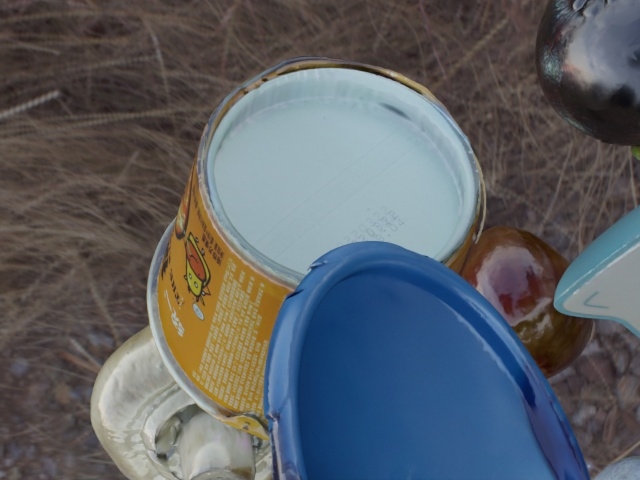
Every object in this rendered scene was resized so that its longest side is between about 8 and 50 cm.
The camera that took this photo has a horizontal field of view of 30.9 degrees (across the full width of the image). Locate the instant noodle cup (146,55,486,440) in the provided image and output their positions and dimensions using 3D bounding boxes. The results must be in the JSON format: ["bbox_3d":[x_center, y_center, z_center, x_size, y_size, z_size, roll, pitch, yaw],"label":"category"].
[{"bbox_3d":[0.000,0.000,0.726,0.215,0.172,0.216,4,60,-7],"label":"instant noodle cup"}]

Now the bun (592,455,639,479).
[{"bbox_3d":[0.365,0.401,1.188,0.211,0.362,0.362,9,80,-12],"label":"bun"}]

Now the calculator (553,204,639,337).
[{"bbox_3d":[0.363,0.000,0.756,0.386,0.256,0.054,-29,40,42],"label":"calculator"}]

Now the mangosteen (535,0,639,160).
[{"bbox_3d":[0.434,-0.249,1.475,0.300,0.300,0.300,-2,79,13],"label":"mangosteen"}]

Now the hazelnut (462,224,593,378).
[{"bbox_3d":[0.212,0.073,1.283,0.178,0.204,0.178,-6,59,10],"label":"hazelnut"}]

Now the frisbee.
[{"bbox_3d":[0.054,0.115,0.543,0.045,0.242,0.242,-29,72,34],"label":"frisbee"}]

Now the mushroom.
[{"bbox_3d":[-0.132,0.201,1.307,0.254,0.234,0.260,-4,116,-6],"label":"mushroom"}]
